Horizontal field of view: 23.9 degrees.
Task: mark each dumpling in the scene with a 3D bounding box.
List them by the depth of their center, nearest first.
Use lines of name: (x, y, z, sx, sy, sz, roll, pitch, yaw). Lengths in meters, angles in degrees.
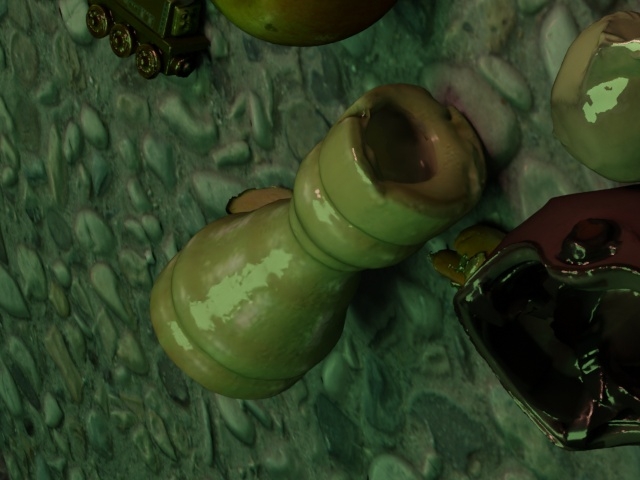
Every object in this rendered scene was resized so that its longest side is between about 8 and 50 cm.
dumpling: (0.298, -0.113, 1.333, 0.193, 0.147, 0.258, 26, 167, 3)

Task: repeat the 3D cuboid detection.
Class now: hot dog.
hot dog: (0.218, 0.060, 1.627, 0.269, 0.072, 0.109, 29, 130, 45)

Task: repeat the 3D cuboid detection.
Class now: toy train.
toy train: (-0.241, -0.317, 2.086, 0.225, 0.090, 0.137, 39, 128, 32)

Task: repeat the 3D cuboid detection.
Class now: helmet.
helmet: (0.296, 0.062, 1.376, 0.338, 0.197, 0.271, -7, 125, 52)

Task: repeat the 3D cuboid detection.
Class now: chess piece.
chess piece: (0.000, 0.000, 1.752, 0.442, 0.234, 0.234, -43, 72, 46)

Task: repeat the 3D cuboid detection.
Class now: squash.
squash: (-0.063, 0.028, 2.030, 0.095, 0.095, 0.188, 25, 134, 49)

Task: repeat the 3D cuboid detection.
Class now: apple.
apple: (-0.022, -0.329, 1.605, 0.246, 0.226, 0.246, 33, 135, 40)

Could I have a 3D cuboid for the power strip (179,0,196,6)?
power strip: (-0.176, -0.449, 1.898, 0.251, 0.092, 0.257, -30, 79, 62)
